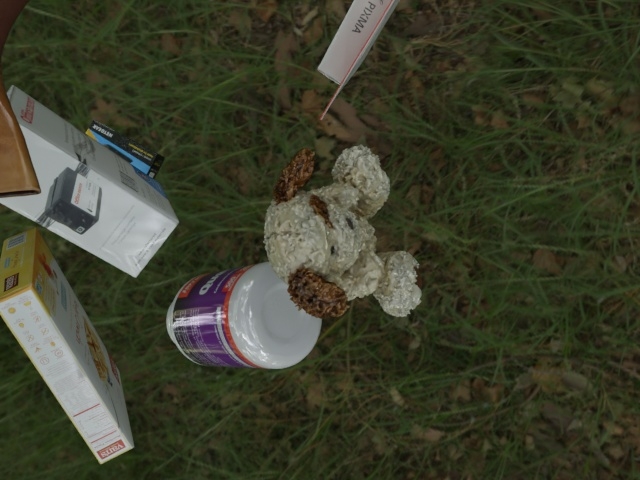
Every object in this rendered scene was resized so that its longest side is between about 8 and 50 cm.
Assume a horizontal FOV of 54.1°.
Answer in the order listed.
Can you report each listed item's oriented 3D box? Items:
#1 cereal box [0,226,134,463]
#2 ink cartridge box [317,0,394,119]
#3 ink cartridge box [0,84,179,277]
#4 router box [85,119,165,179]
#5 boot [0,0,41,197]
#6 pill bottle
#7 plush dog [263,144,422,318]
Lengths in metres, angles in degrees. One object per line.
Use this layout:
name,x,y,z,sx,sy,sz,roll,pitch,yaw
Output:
cereal box,-0.297,0.120,0.738,0.173,0.047,0.240,44,157,58
ink cartridge box,0.074,-0.340,0.921,0.060,0.239,0.275,33,135,-3
ink cartridge box,-0.415,-0.099,1.054,0.307,0.223,0.129,36,96,-32
router box,-0.446,-0.164,1.366,0.178,0.046,0.133,28,91,14
boot,-0.331,-0.186,0.648,0.096,0.264,0.281,-28,75,64
pill bottle,-0.157,0.141,1.153,0.322,0.181,0.182,-12,103,50
plush dog,0.000,0.000,0.884,0.210,0.225,0.263,-22,74,23
